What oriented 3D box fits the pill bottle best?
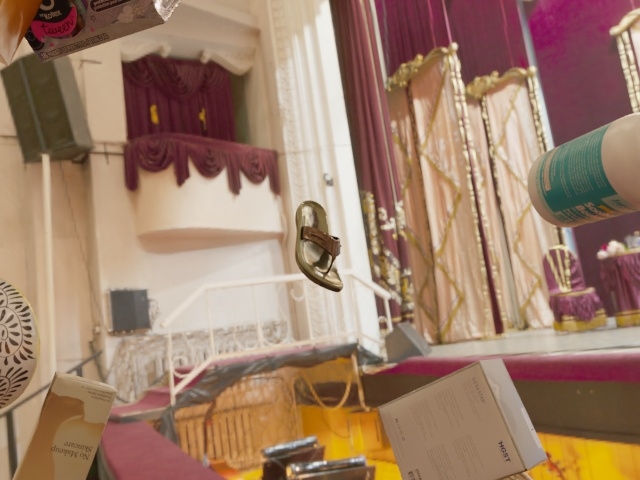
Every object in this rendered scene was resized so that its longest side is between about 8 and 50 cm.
[{"bbox_3d":[0.470,-0.112,0.931,0.146,0.146,0.264,-5,-8,-19],"label":"pill bottle"}]

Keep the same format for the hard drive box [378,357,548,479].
[{"bbox_3d":[0.237,0.333,1.005,0.089,0.181,0.232,8,-35,-47],"label":"hard drive box"}]

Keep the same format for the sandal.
[{"bbox_3d":[-0.001,-0.001,1.465,0.120,0.302,0.086,18,-47,-32],"label":"sandal"}]

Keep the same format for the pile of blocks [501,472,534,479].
[{"bbox_3d":[0.392,0.567,1.164,0.113,0.148,0.362,-22,45,-41],"label":"pile of blocks"}]

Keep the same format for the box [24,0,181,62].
[{"bbox_3d":[-0.373,-0.420,0.960,0.247,0.163,0.142,-11,-51,17],"label":"box"}]

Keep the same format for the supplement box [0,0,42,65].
[{"bbox_3d":[-0.499,-0.357,0.772,0.194,0.129,0.191,26,-6,-20],"label":"supplement box"}]

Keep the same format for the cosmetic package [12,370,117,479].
[{"bbox_3d":[-0.241,0.188,0.546,0.060,0.115,0.041,21,-13,-23],"label":"cosmetic package"}]

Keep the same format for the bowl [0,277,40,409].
[{"bbox_3d":[-0.420,0.123,0.662,0.170,0.170,0.080,-10,-3,11],"label":"bowl"}]
